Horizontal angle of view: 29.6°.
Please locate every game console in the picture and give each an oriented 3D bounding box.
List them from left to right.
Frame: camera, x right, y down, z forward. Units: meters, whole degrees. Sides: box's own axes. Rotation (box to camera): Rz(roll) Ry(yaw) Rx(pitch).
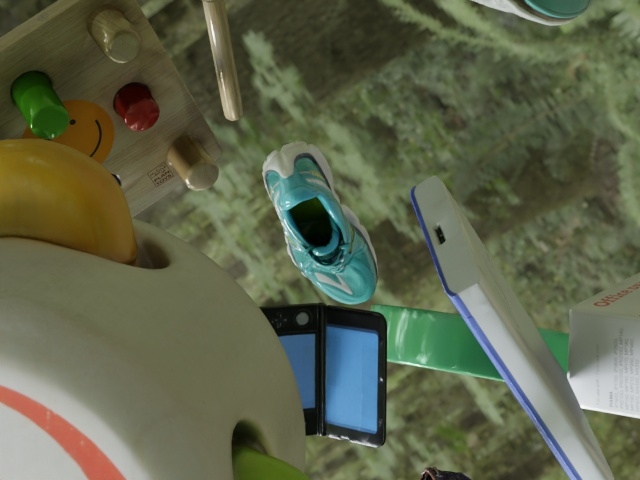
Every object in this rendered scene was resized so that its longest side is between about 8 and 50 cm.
[{"bbox_3d":[-0.004,0.120,1.066,0.071,0.107,0.122,-161,70,-69],"label":"game console"}]

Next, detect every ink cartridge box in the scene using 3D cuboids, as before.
[{"bbox_3d":[0.472,0.132,1.413,0.226,0.306,0.131,-16,-71,-52],"label":"ink cartridge box"}]

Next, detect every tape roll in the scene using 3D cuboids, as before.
[{"bbox_3d":[0.221,0.150,1.659,0.321,0.321,0.077,27,-109,-76],"label":"tape roll"}]

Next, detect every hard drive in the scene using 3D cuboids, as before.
[{"bbox_3d":[0.202,0.102,1.280,0.318,0.040,0.210,54,-168,-30],"label":"hard drive"}]

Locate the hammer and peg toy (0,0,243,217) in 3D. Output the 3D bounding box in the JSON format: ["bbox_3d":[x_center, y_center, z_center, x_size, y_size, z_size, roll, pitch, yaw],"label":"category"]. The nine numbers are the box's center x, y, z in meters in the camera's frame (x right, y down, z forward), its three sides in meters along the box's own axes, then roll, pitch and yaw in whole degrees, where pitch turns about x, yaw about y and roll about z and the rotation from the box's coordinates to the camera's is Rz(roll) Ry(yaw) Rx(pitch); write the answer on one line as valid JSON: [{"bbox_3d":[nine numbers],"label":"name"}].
[{"bbox_3d":[-0.199,-0.125,1.183,0.127,0.361,0.266,50,171,42],"label":"hammer and peg toy"}]

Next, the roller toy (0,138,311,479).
[{"bbox_3d":[-0.107,0.087,0.464,0.209,0.191,0.146,49,-161,-4],"label":"roller toy"}]

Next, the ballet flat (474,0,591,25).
[{"bbox_3d":[0.213,-0.365,1.590,0.400,0.139,0.139,-1,-128,-50],"label":"ballet flat"}]

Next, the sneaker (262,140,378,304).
[{"bbox_3d":[0.000,0.000,1.549,0.275,0.107,0.110,58,-171,-43],"label":"sneaker"}]

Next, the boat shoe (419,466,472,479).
[{"bbox_3d":[0.121,0.286,1.208,0.073,0.073,0.207,27,-169,2],"label":"boat shoe"}]
